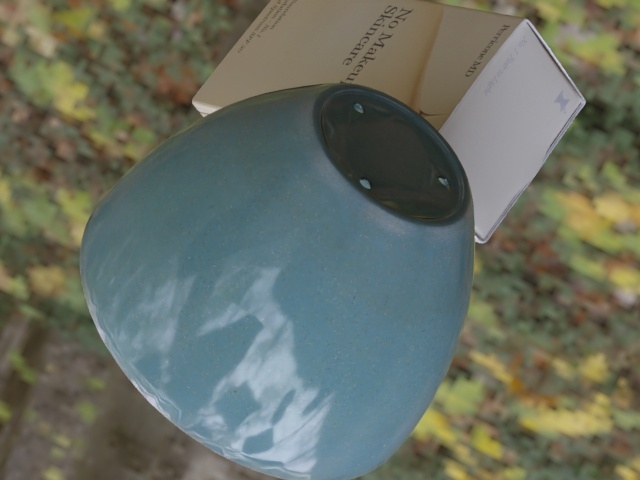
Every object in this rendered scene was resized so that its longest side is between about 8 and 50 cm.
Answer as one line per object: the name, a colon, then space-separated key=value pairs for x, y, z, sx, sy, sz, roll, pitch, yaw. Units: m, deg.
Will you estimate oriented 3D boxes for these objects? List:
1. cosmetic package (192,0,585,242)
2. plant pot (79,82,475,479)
cosmetic package: x=0.051 y=-0.118 z=1.654 sx=0.309 sy=0.160 sz=0.113 roll=16 pitch=154 yaw=49
plant pot: x=0.000 y=0.000 z=1.405 sx=0.290 sy=0.195 sz=0.290 roll=25 pitch=-143 yaw=-21
